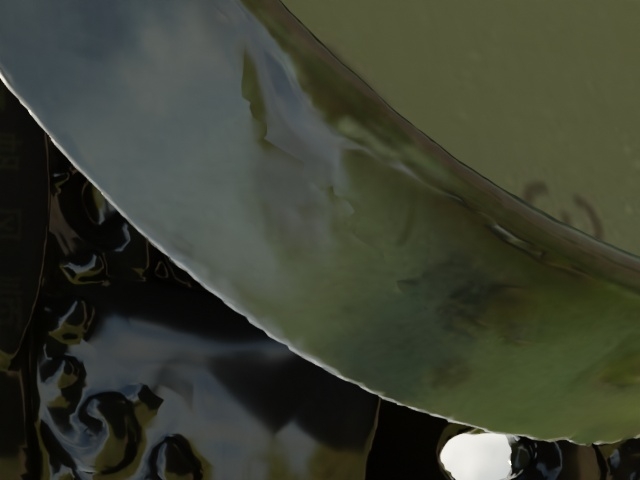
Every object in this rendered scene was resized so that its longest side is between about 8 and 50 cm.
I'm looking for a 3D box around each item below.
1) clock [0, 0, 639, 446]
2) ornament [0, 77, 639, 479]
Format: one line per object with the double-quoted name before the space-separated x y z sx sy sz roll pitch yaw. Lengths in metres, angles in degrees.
"clock" 0.041 -0.110 0.482 0.066 0.319 0.319 -35 12 43
"ornament" 0.000 0.000 0.627 0.106 0.260 0.251 93 171 -65
